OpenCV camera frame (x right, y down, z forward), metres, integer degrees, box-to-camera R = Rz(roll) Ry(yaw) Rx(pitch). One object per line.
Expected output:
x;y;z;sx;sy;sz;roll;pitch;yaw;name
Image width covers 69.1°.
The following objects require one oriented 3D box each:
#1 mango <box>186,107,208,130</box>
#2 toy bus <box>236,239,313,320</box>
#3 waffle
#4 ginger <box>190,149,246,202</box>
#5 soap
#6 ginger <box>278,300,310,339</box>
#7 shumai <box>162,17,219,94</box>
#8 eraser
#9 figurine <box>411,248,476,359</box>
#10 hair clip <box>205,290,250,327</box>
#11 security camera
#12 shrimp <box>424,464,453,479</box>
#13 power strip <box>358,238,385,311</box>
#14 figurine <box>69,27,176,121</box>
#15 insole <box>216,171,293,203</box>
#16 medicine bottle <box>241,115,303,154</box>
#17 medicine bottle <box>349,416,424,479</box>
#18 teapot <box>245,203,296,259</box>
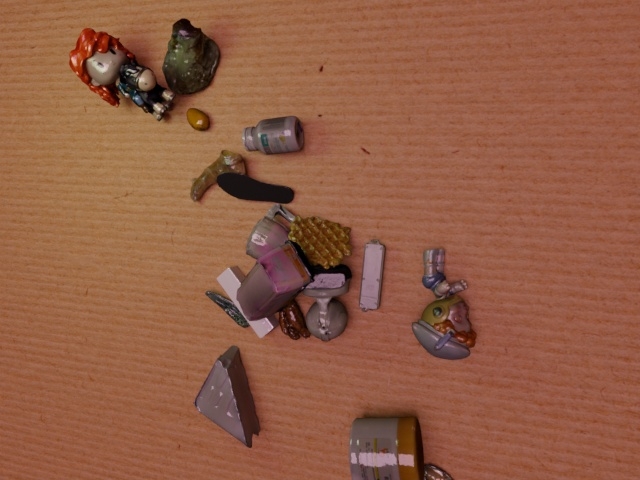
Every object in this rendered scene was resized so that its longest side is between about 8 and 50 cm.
-0.502;-0.494;1.893;0.114;0.057;0.079;47;110;12;mango
-0.184;0.159;1.645;0.171;0.162;0.386;63;147;15;toy bus
0.000;0.000;1.695;0.243;0.237;0.058;14;131;2;waffle
-0.416;-0.254;1.870;0.295;0.086;0.131;-35;102;22;ginger
-0.319;0.607;1.832;0.302;0.159;0.257;31;97;11;soap
-0.112;0.321;1.804;0.103;0.073;0.162;-28;86;15;ginger
-0.546;-0.718;1.825;0.222;0.204;0.271;35;104;13;shumai
-0.286;0.242;1.847;0.076;0.078;0.298;-40;81;13;eraser
0.423;0.224;1.634;0.205;0.225;0.381;-15;62;36;figurine
-0.372;0.274;1.892;0.229;0.036;0.066;35;105;5;hair clip
0.023;0.232;1.708;0.197;0.191;0.277;-3;94;5;security camera
0.333;0.936;1.714;0.365;0.071;0.233;1;83;16;shrimp
0.193;0.130;1.728;0.078;0.052;0.272;6;92;15;power strip
-0.768;-0.639;1.833;0.412;0.306;0.241;33;90;10;figurine
-0.256;-0.203;1.818;0.310;0.012;0.110;10;118;4;insole
-0.183;-0.395;1.768;0.215;0.135;0.135;-4;91;15;medicine bottle
0.236;0.749;1.639;0.232;0.238;0.237;-8;90;16;medicine bottle
-0.170;-0.004;1.791;0.178;0.221;0.163;28;140;0;teapot
